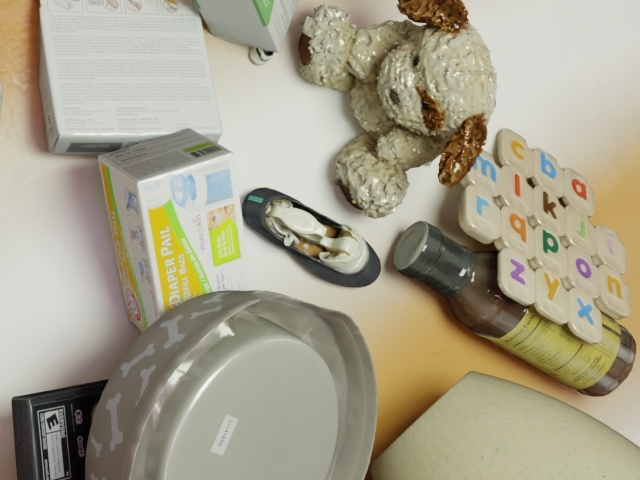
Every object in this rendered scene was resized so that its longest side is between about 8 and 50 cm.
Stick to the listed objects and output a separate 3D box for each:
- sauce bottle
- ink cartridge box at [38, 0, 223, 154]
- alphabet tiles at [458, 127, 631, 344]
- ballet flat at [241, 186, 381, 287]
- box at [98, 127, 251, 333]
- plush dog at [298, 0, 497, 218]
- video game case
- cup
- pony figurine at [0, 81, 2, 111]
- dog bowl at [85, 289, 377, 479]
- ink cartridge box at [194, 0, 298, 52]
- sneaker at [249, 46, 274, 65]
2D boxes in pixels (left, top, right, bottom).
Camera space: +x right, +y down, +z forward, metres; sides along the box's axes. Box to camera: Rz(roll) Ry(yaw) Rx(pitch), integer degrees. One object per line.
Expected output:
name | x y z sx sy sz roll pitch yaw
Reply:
sauce bottle | 0.244 0.082 1.479 0.344 0.111 0.111 31 74 -21
ink cartridge box | -0.218 -0.210 1.295 0.189 0.066 0.232 -4 69 -27
alphabet tiles | 0.287 -0.008 1.489 0.284 0.021 0.278 28 46 -24
ballet flat | 0.000 0.000 1.377 0.203 0.074 0.074 30 75 -24
box | -0.151 0.001 1.243 0.114 0.103 0.203 -20 119 -26
plush dog | 0.121 -0.173 1.359 0.211 0.225 0.262 -19 96 -27
video game case | -0.204 0.281 1.227 0.248 0.035 0.275 -5 90 -51
cup | 0.197 0.294 1.361 0.331 0.331 0.237 -39 78 -23
pony figurine | -0.420 -0.083 1.038 0.303 0.363 0.351 5 71 -25
dog bowl | -0.090 0.210 1.206 0.349 0.102 0.348 -17 114 -45
ink cartridge box | -0.063 -0.346 1.300 0.093 0.160 0.219 17 79 12
sneaker | -0.055 -0.246 1.377 0.032 0.037 0.083 22 77 -23
